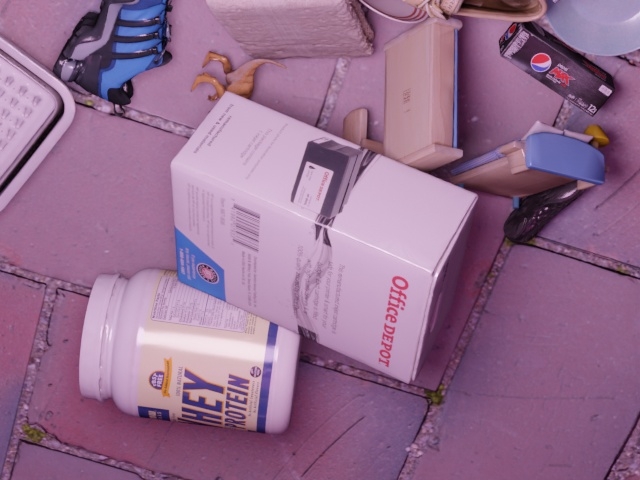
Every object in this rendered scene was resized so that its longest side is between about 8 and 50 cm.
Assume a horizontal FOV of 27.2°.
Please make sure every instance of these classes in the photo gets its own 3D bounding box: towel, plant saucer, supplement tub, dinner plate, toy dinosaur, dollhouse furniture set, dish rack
[{"bbox_3d":[-0.033,-0.299,1.785,0.187,0.282,0.049,-1,82,9],"label":"towel"},{"bbox_3d":[0.403,-0.352,1.834,0.195,0.037,0.195,2,119,4],"label":"plant saucer"},{"bbox_3d":[-0.195,0.168,2.065,0.325,0.235,0.235,7,120,1],"label":"supplement tub"},{"bbox_3d":[0.085,-0.342,1.810,0.141,0.141,0.017,28,131,-11],"label":"dinner plate"},{"bbox_3d":[-0.121,-0.233,1.925,0.112,0.064,0.211,25,146,-6],"label":"toy dinosaur"},{"bbox_3d":[0.226,-0.165,1.934,0.303,0.198,0.286,11,164,-28],"label":"dollhouse furniture set"},{"bbox_3d":[-0.553,-0.219,1.973,0.333,0.072,0.285,37,115,-15],"label":"dish rack"}]

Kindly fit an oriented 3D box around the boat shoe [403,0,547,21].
[{"bbox_3d":[0.166,-0.349,1.763,0.302,0.098,0.109,5,141,-24],"label":"boat shoe"}]

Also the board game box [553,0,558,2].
[{"bbox_3d":[0.338,-0.448,1.747,0.194,0.060,0.194,-33,93,14],"label":"board game box"}]

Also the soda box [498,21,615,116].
[{"bbox_3d":[0.336,-0.249,1.885,0.169,0.060,0.053,32,118,-13],"label":"soda box"}]

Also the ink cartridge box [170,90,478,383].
[{"bbox_3d":[0.000,0.000,1.880,0.395,0.166,0.285,24,146,13],"label":"ink cartridge box"}]

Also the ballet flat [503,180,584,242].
[{"bbox_3d":[0.347,-0.060,2.007,0.173,0.049,0.057,-42,64,23],"label":"ballet flat"}]

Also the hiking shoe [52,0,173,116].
[{"bbox_3d":[-0.251,-0.317,1.882,0.132,0.113,0.304,33,127,-19],"label":"hiking shoe"}]
